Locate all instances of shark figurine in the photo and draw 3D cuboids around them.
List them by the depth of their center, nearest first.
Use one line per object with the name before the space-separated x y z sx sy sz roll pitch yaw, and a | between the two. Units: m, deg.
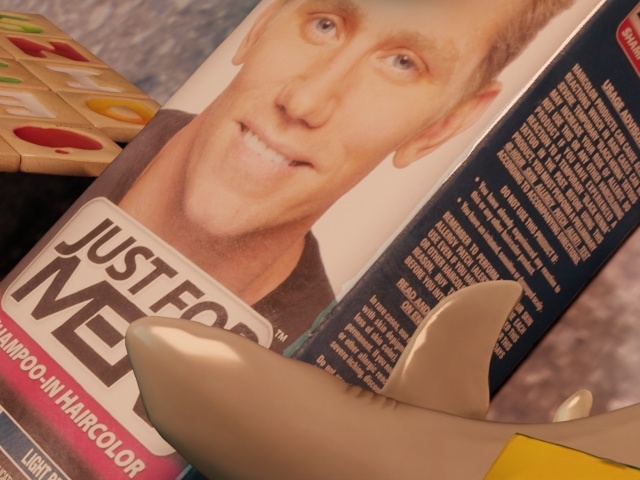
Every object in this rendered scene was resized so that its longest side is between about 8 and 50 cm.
shark figurine | 0.092 0.069 0.549 0.278 0.166 0.116 -17 12 -11

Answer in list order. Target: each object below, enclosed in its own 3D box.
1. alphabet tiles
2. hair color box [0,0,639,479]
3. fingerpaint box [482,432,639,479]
alphabet tiles | -0.235 -0.097 0.838 0.342 0.285 0.011 38 119 53
hair color box | 0.000 0.000 0.685 0.347 0.105 0.174 -48 42 -8
fingerpaint box | 0.067 0.285 0.279 0.445 0.163 0.371 -55 24 -14
